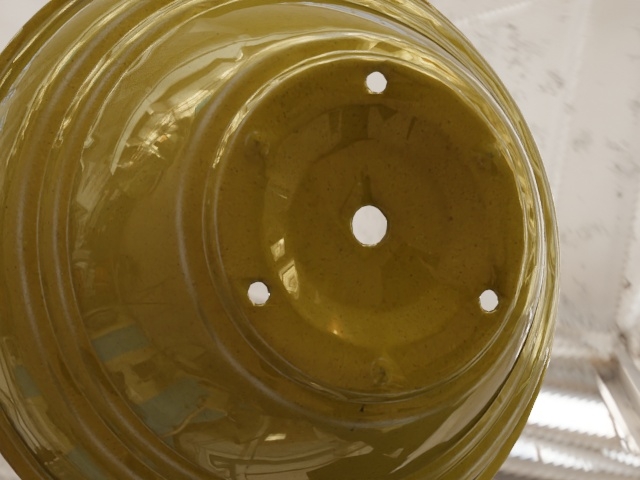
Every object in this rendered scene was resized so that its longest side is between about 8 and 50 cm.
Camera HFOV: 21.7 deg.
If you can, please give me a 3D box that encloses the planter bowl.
[{"bbox_3d":[0.000,0.000,0.509,0.217,0.090,0.217,3,-98,-22],"label":"planter bowl"}]
